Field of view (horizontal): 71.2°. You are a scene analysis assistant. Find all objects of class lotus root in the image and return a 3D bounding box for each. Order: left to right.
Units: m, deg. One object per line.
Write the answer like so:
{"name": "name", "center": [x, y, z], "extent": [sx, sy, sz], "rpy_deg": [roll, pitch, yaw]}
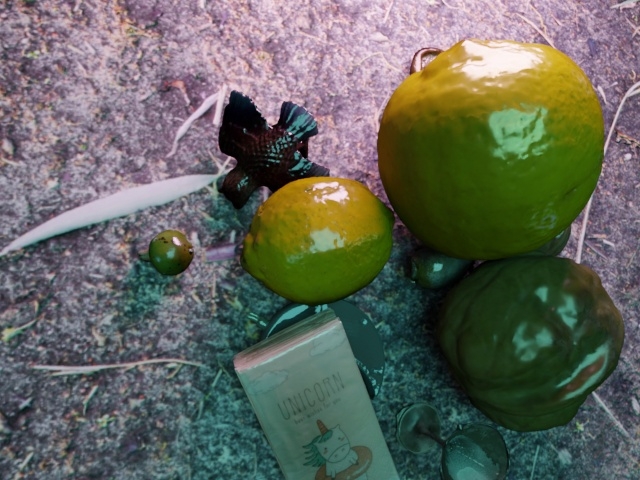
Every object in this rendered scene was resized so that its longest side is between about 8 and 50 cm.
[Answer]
{"name": "lotus root", "center": [0.231, 0.041, 0.821], "extent": [0.165, 0.088, 0.088], "rpy_deg": [-19, 88, -24]}

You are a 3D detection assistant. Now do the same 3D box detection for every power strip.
{"name": "power strip", "center": [-0.008, 0.175, 0.758], "extent": [0.253, 0.054, 0.168], "rpy_deg": [13, 78, -13]}

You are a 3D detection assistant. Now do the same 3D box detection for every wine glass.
{"name": "wine glass", "center": [0.202, 0.328, 0.728], "extent": [0.122, 0.183, 0.122], "rpy_deg": [1, 86, -15]}

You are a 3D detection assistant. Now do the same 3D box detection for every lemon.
{"name": "lemon", "center": [0.000, 0.000, 0.704], "extent": [0.260, 0.204, 0.204], "rpy_deg": [-16, 87, -18]}
{"name": "lemon", "center": [0.251, -0.131, 0.692], "extent": [0.347, 0.348, 0.348], "rpy_deg": [2, 83, -15]}

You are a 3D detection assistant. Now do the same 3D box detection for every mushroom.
{"name": "mushroom", "center": [0.222, -0.319, 0.878], "extent": [0.123, 0.052, 0.123], "rpy_deg": [4, 81, -24]}

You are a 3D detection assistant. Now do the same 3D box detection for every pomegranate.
{"name": "pomegranate", "center": [-0.243, 0.025, 0.710], "extent": [0.084, 0.073, 0.073], "rpy_deg": [-37, 94, 20]}

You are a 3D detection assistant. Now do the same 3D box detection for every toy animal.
{"name": "toy animal", "center": [-0.093, -0.138, 0.740], "extent": [0.218, 0.116, 0.179], "rpy_deg": [42, 74, -13]}

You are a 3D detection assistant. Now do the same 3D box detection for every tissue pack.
{"name": "tissue pack", "center": [0.004, 0.287, 0.693], "extent": [0.170, 0.071, 0.326], "rpy_deg": [-23, 106, -12]}

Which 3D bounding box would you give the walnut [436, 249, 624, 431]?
{"name": "walnut", "center": [0.342, 0.162, 0.751], "extent": [0.277, 0.282, 0.253], "rpy_deg": [-42, 56, -9]}

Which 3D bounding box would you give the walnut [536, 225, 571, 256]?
{"name": "walnut", "center": [0.406, -0.039, 0.854], "extent": [0.140, 0.140, 0.162], "rpy_deg": [13, 89, -13]}
